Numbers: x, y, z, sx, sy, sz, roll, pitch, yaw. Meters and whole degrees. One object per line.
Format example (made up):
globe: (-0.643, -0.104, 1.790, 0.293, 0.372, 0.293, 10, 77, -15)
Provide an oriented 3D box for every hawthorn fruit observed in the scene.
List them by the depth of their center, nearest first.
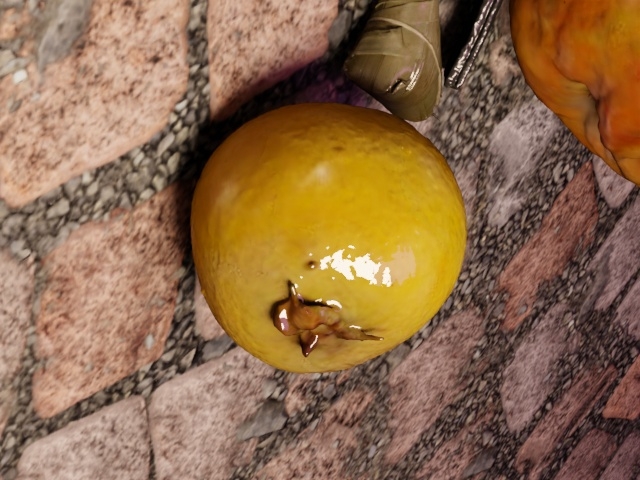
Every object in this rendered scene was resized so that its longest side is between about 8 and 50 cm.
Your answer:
hawthorn fruit: (0.444, -0.261, 1.810, 0.472, 0.472, 0.471, -37, 145, -31)

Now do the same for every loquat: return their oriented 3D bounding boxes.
loquat: (0.000, 0.000, 1.587, 0.275, 0.275, 0.275, -37, 145, -31)

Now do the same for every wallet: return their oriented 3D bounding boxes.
wallet: (0.194, -0.283, 1.788, 0.124, 0.025, 0.244, -74, -173, -76)

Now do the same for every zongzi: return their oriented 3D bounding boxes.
zongzi: (0.109, -0.220, 1.737, 0.178, 0.081, 0.189, -67, 156, -1)
